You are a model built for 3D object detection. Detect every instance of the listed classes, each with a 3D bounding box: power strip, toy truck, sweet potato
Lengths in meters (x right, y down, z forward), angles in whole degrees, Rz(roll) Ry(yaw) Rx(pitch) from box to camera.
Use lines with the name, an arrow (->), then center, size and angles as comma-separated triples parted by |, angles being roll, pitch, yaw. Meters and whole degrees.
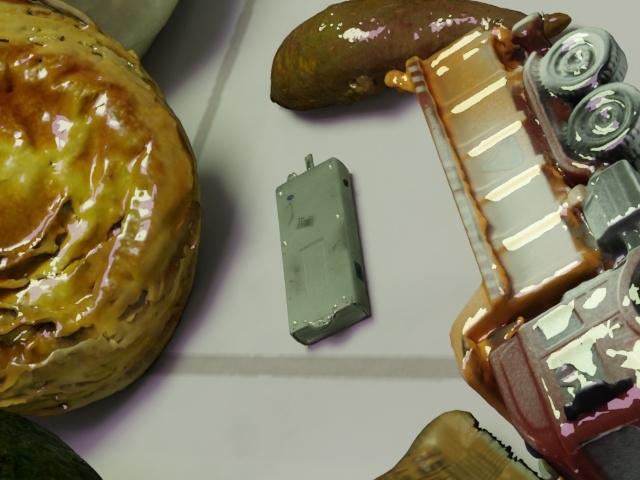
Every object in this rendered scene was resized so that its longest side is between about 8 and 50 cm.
power strip -> 0.000, 0.000, 0.922 | 0.051, 0.019, 0.136 | -29, 46, 23
toy truck -> 0.124, 0.004, 0.746 | 0.135, 0.114, 0.270 | -33, 43, 17
sweet potato -> 0.043, -0.122, 0.942 | 0.226, 0.068, 0.068 | -10, 55, 34

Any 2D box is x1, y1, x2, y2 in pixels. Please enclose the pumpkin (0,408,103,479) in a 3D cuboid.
pumpkin -> -0.200, 0.198, 0.850 | 0.223, 0.157, 0.224 | -23, 59, 45

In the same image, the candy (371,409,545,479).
candy -> 0.005, 0.196, 0.714 | 0.271, 0.101, 0.143 | -49, 23, -7

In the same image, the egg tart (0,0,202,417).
egg tart -> -0.220, -0.019, 0.982 | 0.297, 0.297, 0.132 | -54, 3, -6

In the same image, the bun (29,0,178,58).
bun -> -0.256, -0.268, 1.096 | 0.326, 0.234, 0.362 | -25, 75, -7
